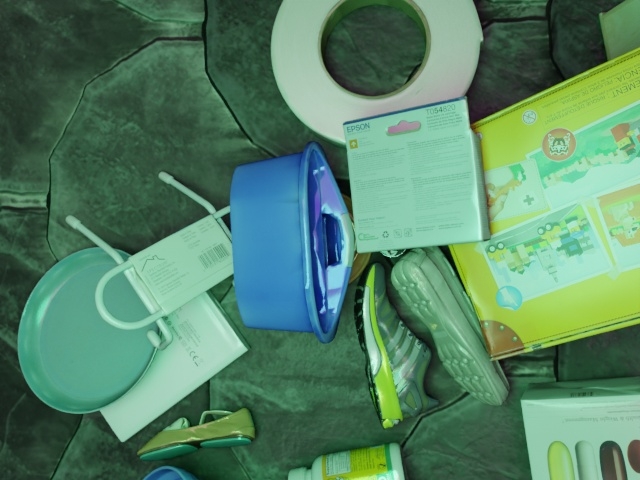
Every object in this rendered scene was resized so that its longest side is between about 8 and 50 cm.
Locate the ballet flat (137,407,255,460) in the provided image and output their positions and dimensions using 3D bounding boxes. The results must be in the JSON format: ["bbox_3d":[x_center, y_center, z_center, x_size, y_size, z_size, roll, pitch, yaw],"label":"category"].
[{"bbox_3d":[-0.237,0.370,1.277,0.232,0.080,0.073,-11,59,5],"label":"ballet flat"}]

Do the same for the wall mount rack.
[{"bbox_3d":[-0.281,0.016,1.212,0.350,0.130,0.304,-32,86,-33],"label":"wall mount rack"}]

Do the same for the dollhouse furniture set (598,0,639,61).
[{"bbox_3d":[0.701,-0.405,1.178,0.356,0.174,0.303,-8,87,-17],"label":"dollhouse furniture set"}]

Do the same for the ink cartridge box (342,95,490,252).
[{"bbox_3d":[0.151,-0.099,1.069,0.223,0.045,0.223,-5,92,32],"label":"ink cartridge box"}]

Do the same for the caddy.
[{"bbox_3d":[-0.030,0.005,1.131,0.179,0.241,0.341,-4,88,12],"label":"caddy"}]

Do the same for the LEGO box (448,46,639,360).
[{"bbox_3d":[0.453,-0.067,1.043,0.500,0.193,0.372,-22,86,29],"label":"LEGO box"}]

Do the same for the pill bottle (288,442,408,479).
[{"bbox_3d":[0.052,0.441,1.203,0.209,0.117,0.117,-12,87,7],"label":"pill bottle"}]

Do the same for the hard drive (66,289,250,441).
[{"bbox_3d":[-0.318,0.220,1.298,0.308,0.040,0.203,-37,84,5],"label":"hard drive"}]

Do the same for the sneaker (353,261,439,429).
[{"bbox_3d":[0.136,0.185,1.219,0.121,0.111,0.299,-10,90,-7],"label":"sneaker"}]

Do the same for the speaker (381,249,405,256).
[{"bbox_3d":[0.130,0.003,1.197,0.055,0.136,0.055,0,88,7],"label":"speaker"}]

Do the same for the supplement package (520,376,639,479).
[{"bbox_3d":[0.456,0.348,1.115,0.194,0.149,0.203,-10,87,24],"label":"supplement package"}]

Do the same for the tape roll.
[{"bbox_3d":[0.103,-0.358,1.246,0.392,0.072,0.391,0,88,8],"label":"tape roll"}]

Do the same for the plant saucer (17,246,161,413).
[{"bbox_3d":[-0.436,0.170,1.278,0.318,0.044,0.317,-5,73,17],"label":"plant saucer"}]

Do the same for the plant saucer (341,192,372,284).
[{"bbox_3d":[0.000,0.000,1.265,0.200,0.037,0.199,0,88,8],"label":"plant saucer"}]

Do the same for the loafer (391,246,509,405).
[{"bbox_3d":[0.251,0.149,1.190,0.111,0.112,0.319,-35,98,-28],"label":"loafer"}]

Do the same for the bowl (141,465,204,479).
[{"bbox_3d":[-0.278,0.595,1.137,0.077,0.391,0.391,25,92,-30],"label":"bowl"}]
